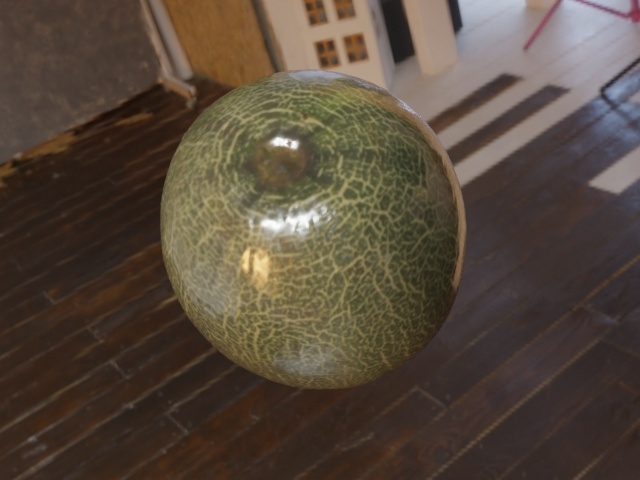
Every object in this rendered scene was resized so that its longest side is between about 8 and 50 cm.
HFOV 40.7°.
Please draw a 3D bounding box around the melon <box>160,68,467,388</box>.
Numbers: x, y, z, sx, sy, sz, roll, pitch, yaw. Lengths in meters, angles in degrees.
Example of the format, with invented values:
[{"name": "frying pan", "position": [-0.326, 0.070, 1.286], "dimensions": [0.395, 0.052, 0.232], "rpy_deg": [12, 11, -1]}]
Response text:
[{"name": "melon", "position": [0.000, 0.000, 0.690], "dimensions": [0.237, 0.301, 0.237], "rpy_deg": [-3, 70, 9]}]
